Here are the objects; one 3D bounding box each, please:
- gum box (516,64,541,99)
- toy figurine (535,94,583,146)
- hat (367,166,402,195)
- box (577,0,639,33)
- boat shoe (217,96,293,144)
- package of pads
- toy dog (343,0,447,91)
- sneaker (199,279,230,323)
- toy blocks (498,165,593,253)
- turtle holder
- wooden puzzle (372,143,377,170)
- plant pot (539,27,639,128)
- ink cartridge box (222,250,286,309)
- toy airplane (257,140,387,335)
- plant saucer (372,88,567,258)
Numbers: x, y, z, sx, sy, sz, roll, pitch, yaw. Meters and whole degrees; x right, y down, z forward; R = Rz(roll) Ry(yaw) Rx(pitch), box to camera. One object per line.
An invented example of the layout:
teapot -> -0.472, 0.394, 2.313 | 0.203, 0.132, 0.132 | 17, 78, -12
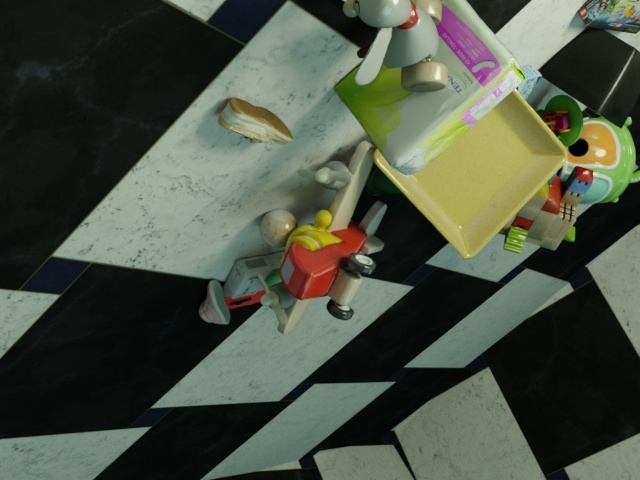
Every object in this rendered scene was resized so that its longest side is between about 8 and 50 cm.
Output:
gum box -> 0.405, -0.326, 1.914 | 0.184, 0.041, 0.157 | -17, 151, -29
toy figurine -> 0.529, -0.284, 2.031 | 0.159, 0.130, 0.173 | -14, -170, -28
hat -> 0.238, -0.122, 1.897 | 0.173, 0.183, 0.208 | -16, 148, -48
box -> 0.708, -0.536, 1.842 | 0.233, 0.044, 0.159 | -7, 160, -42
boat shoe -> -0.121, -0.209, 1.503 | 0.059, 0.063, 0.170 | -41, 144, 23
package of pads -> 0.203, -0.289, 1.531 | 0.296, 0.229, 0.101 | -40, 154, 16
toy dog -> 0.100, -0.350, 1.352 | 0.161, 0.220, 0.334 | -5, 155, 22
sneaker -> -0.267, 0.150, 1.977 | 0.070, 0.051, 0.134 | 1, 131, 16
toy blocks -> 0.534, -0.122, 2.163 | 0.381, 0.191, 0.261 | 16, 144, 1
turtle holder -> 0.715, -0.219, 2.294 | 0.227, 0.243, 0.320 | -6, -174, -19
wooden puzzle -> 0.119, -0.189, 1.864 | 0.078, 0.014, 0.116 | -25, 154, -8
plant pot -> 0.663, -0.398, 1.943 | 0.188, 0.187, 0.167 | 6, 122, -53
ink cartridge box -> -0.160, 0.119, 2.045 | 0.181, 0.056, 0.225 | -11, 145, -38
toy airplane -> 0.000, 0.000, 1.837 | 0.384, 0.272, 0.386 | 105, 10, -69
plant saucer -> 0.320, -0.188, 1.797 | 0.333, 0.333, 0.081 | -46, -162, -2
